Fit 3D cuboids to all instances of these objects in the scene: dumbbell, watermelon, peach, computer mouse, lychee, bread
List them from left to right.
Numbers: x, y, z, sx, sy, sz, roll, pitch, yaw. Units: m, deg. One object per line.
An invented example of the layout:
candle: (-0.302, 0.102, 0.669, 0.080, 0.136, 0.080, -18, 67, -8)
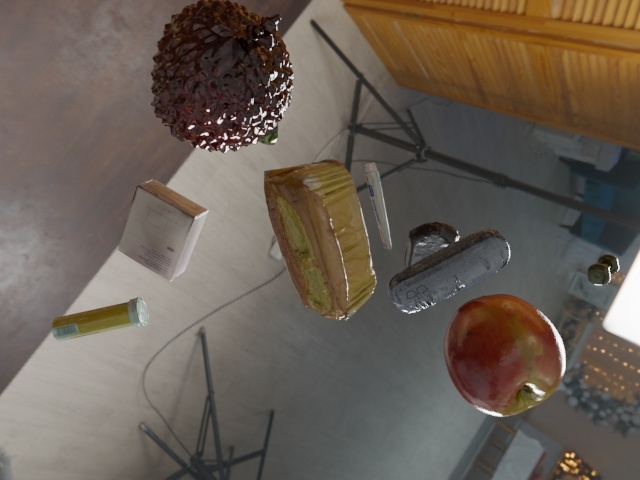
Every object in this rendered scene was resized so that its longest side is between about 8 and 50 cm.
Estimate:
lychee: (-0.271, -0.478, 1.433, 0.425, 0.424, 0.500, -4, 153, -49)
watermelon: (-0.197, -0.377, 1.746, 0.069, 0.086, 0.163, -13, 166, -24)
bread: (0.000, 0.000, 0.895, 0.119, 0.153, 0.287, -28, 114, -30)
computer mouse: (0.412, 0.037, 1.877, 0.323, 0.183, 0.116, 88, 4, -50)
peach: (0.573, 0.352, 1.605, 0.388, 0.388, 0.387, -29, 133, -36)
dumbbell: (0.661, 0.067, 1.167, 0.118, 0.046, 0.052, -18, 102, -47)

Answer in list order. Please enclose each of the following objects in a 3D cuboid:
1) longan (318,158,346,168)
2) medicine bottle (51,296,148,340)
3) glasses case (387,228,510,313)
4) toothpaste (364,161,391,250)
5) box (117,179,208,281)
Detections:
longan: (0.032, -0.262, 2.132, 0.167, 0.188, 0.167, -9, 90, -68)
medicine bottle: (-0.551, 0.199, 1.252, 0.218, 0.073, 0.073, -12, 131, -1)
glasses case: (0.283, 0.069, 1.111, 0.283, 0.067, 0.109, -27, 122, 8)
toothpaste: (0.144, -0.083, 1.224, 0.033, 0.052, 0.217, -16, 100, -10)
box: (-0.494, -0.031, 1.562, 0.251, 0.203, 0.106, -63, 175, 23)
